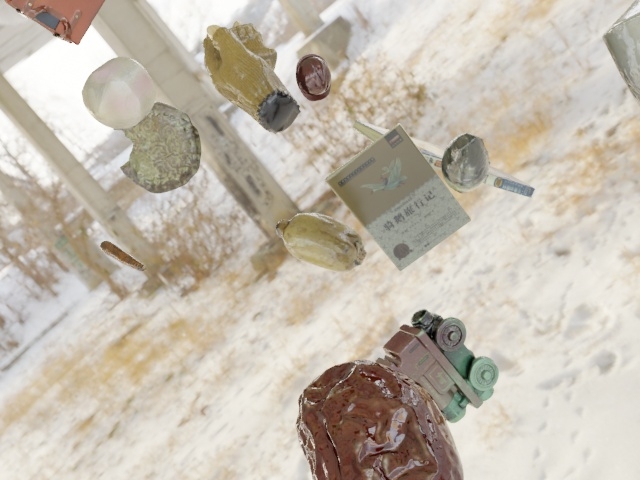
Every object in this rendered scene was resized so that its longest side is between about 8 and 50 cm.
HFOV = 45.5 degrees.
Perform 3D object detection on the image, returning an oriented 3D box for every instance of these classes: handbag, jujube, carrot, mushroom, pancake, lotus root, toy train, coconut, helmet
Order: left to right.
[{"bbox_3d":[-0.414,-0.433,1.256,0.062,0.127,0.190,26,87,52],"label":"handbag"},{"bbox_3d":[-0.329,-0.231,1.235,0.110,0.110,0.124,-27,24,46],"label":"coconut"},{"bbox_3d":[-0.493,0.042,1.910,0.035,0.165,0.036,-41,-34,-36],"label":"carrot"},{"bbox_3d":[-0.414,-0.237,1.975,0.029,0.211,0.235,-135,54,-74],"label":"pancake"},{"bbox_3d":[-0.005,-0.377,1.774,0.089,0.111,0.057,-27,22,-18],"label":"helmet"},{"bbox_3d":[0.000,0.000,2.287,0.160,0.284,0.146,-48,-25,-66],"label":"lotus root"},{"bbox_3d":[0.103,0.387,1.399,0.276,0.276,0.377,-37,42,12],"label":"jujube"},{"bbox_3d":[0.300,0.323,1.914,0.221,0.304,0.150,-44,14,-13],"label":"toy train"},{"bbox_3d":[0.641,-0.238,1.335,0.126,0.397,0.177,-35,11,13],"label":"mushroom"}]

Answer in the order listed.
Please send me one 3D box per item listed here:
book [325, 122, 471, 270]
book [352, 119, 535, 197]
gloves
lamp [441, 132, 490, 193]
[{"bbox_3d":[0.186,-0.095,1.799,0.217,0.310,0.021,-36,24,12],"label":"book"},{"bbox_3d":[0.324,-0.219,2.031,0.300,0.427,0.039,45,118,60],"label":"book"},{"bbox_3d":[-0.186,-0.410,1.882,0.155,0.356,0.203,-38,-29,20],"label":"gloves"},{"bbox_3d":[0.300,-0.159,1.584,0.101,0.101,0.250,-40,-20,-4],"label":"lamp"}]
